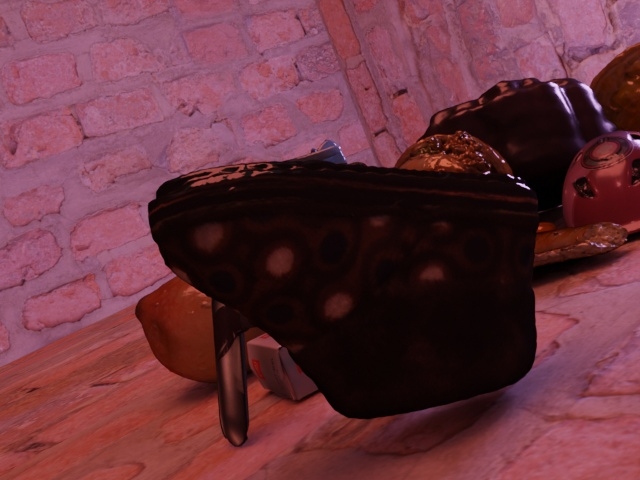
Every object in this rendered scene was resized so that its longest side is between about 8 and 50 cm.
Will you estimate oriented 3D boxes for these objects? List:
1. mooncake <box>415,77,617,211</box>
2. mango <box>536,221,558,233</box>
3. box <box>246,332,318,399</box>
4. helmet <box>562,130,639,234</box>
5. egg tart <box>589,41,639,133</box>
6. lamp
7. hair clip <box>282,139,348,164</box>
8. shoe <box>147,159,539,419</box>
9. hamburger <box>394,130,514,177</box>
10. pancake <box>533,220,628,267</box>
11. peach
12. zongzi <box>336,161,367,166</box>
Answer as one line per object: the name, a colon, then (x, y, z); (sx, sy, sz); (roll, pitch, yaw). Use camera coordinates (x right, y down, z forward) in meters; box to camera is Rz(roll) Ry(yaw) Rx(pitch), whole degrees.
mooncake: (0.355, -0.164, 1.578); (0.350, 0.212, 0.381); (-14, -12, -18)
mango: (0.367, -0.006, 1.373); (0.059, 0.046, 0.089); (-19, -7, 8)
box: (0.040, 0.127, 1.141); (0.269, 0.079, 0.135); (-24, 6, -22)
helmet: (0.472, -0.094, 1.300); (0.198, 0.154, 0.253); (-18, 2, 24)
egg tart: (0.687, -0.255, 1.617); (0.318, 0.319, 0.128); (-19, 39, 21)
lamp: (0.004, 0.140, 0.947); (0.283, 0.203, 0.124); (0, 0, 3)
hair clip: (-0.008, -0.061, 1.963); (0.391, 0.319, 0.238); (-21, 8, -8)
shoe: (0.027, 0.051, 0.793); (0.383, 0.237, 0.171); (1, -5, -13)
hamburger: (0.229, -0.061, 1.393); (0.286, 0.243, 0.146); (-58, 2, 46)
pancake: (0.277, 0.021, 1.196); (0.244, 0.057, 0.266); (-10, -5, -29)
peach: (-0.185, 0.125, 1.326); (0.232, 0.233, 0.232); (-21, 6, 2)
zongzi: (0.000, 0.000, 1.599); (0.289, 0.260, 0.123); (-22, 9, -29)
